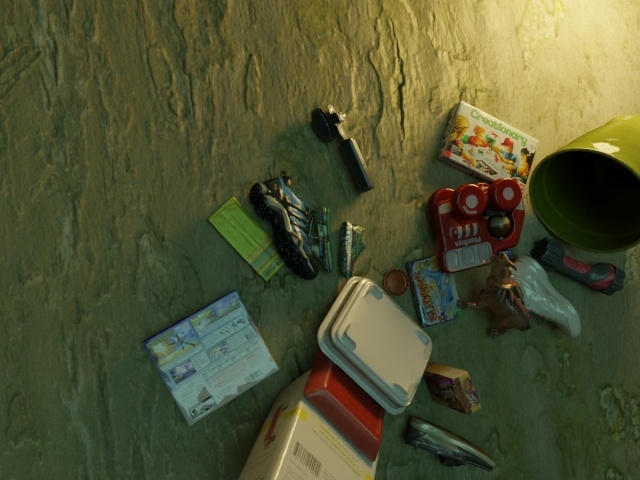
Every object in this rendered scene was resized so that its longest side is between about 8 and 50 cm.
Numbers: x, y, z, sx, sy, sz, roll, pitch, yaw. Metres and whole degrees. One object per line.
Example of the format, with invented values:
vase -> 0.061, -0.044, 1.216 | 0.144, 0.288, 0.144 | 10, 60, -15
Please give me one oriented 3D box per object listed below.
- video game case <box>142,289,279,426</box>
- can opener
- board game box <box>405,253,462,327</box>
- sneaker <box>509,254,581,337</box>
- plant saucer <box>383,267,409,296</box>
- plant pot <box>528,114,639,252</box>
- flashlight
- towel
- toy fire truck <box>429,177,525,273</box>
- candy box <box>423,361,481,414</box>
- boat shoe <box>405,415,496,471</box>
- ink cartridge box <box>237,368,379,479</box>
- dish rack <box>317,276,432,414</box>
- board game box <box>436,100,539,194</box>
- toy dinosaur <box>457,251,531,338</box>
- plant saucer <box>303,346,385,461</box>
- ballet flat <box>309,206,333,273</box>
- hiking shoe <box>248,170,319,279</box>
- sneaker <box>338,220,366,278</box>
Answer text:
video game case -> -0.283, 0.301, 1.377 | 0.269, 0.061, 0.245 | -29, 95, -17
can opener -> 0.071, -0.266, 1.536 | 0.093, 0.074, 0.281 | -28, 92, 18
board game box -> 0.342, 0.148, 1.588 | 0.136, 0.035, 0.202 | -13, 89, -17
sneaker -> 0.685, 0.197, 1.658 | 0.152, 0.114, 0.305 | -39, 88, -9
plant saucer -> 0.225, 0.125, 1.567 | 0.083, 0.013, 0.084 | 1, 85, -16
plant pot -> 0.913, -0.210, 1.648 | 0.353, 0.366, 0.367 | -39, 97, -27
flashlight -> 0.837, 0.079, 1.709 | 0.303, 0.103, 0.103 | 25, 51, -12
towel -> -0.196, -0.003, 1.452 | 0.237, 0.021, 0.102 | 47, 69, -7
toy fire truck -> 0.477, -0.046, 1.579 | 0.301, 0.169, 0.254 | -11, 93, -17
candy box -> 0.367, 0.417, 1.493 | 0.053, 0.186, 0.109 | -22, 92, -16
boat shoe -> 0.372, 0.607, 1.528 | 0.285, 0.103, 0.093 | 29, 83, -8
ink cartridge box -> -0.017, 0.547, 1.270 | 0.160, 0.385, 0.279 | -39, 99, 26
dish rack -> 0.172, 0.274, 1.448 | 0.333, 0.072, 0.286 | 45, 47, -10
board game box -> 0.534, -0.288, 1.673 | 0.305, 0.053, 0.193 | 22, 79, -14
toy dinosaur -> 0.550, 0.190, 1.544 | 0.295, 0.200, 0.127 | 45, 59, -12
plant saucer -> 0.086, 0.399, 1.391 | 0.047, 0.259, 0.258 | -40, 99, 24
ballet flat -> 0.000, 0.000, 1.494 | 0.070, 0.070, 0.189 | -1, 84, -16
hiking shoe -> -0.068, -0.042, 1.437 | 0.132, 0.113, 0.304 | -29, 93, -29
sneaker -> 0.097, 0.029, 1.514 | 0.076, 0.065, 0.167 | 6, 85, -20
